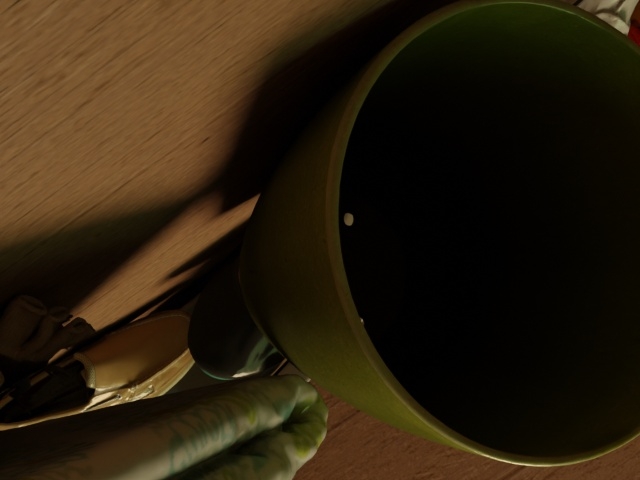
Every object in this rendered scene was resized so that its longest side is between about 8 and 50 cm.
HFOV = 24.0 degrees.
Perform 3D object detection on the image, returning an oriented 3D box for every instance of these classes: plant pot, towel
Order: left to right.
[{"bbox_3d":[-0.211,0.178,0.930,0.320,0.090,0.374,-13,-178,28],"label":"towel"},{"bbox_3d":[0.063,0.006,0.995,0.275,0.275,0.293,-31,-172,-26],"label":"plant pot"}]

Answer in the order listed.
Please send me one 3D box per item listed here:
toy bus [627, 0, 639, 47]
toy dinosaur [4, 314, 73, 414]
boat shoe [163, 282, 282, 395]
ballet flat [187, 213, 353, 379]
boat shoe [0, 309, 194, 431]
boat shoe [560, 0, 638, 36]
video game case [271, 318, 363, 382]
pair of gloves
[{"bbox_3d":[0.325,-0.175,1.369,0.211,0.149,0.220,-4,151,-43],"label":"toy bus"},{"bbox_3d":[-0.202,0.084,1.030,0.090,0.047,0.082,-18,146,-30],"label":"toy dinosaur"},{"bbox_3d":[-0.125,0.112,1.350,0.302,0.114,0.091,-46,-151,18],"label":"boat shoe"},{"bbox_3d":[0.000,0.000,1.219,0.280,0.095,0.096,-42,168,-31],"label":"ballet flat"},{"bbox_3d":[-0.179,0.111,1.215,0.190,0.068,0.072,-33,161,-11],"label":"boat shoe"},{"bbox_3d":[0.195,-0.151,1.115,0.226,0.076,0.083,-39,172,29],"label":"boat shoe"},{"bbox_3d":[-0.024,0.119,1.320,0.206,0.026,0.227,-45,178,-44],"label":"video game case"},{"bbox_3d":[-0.250,0.099,0.899,0.204,0.042,0.240,-35,172,7],"label":"pair of gloves"}]
